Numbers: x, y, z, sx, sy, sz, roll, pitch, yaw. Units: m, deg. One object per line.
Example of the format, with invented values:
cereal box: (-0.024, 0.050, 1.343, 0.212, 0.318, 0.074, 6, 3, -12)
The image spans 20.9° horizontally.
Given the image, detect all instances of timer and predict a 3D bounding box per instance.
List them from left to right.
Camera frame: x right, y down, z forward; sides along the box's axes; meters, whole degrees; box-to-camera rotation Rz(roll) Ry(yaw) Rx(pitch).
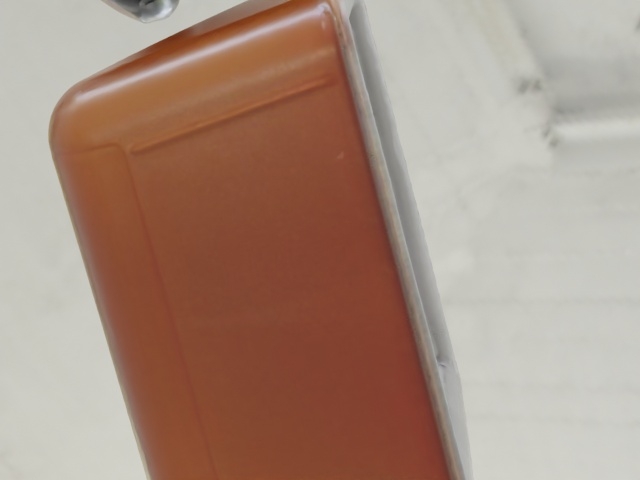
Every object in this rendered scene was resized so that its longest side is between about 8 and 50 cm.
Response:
timer: (0.000, 0.000, 0.880, 0.161, 0.250, 0.257, -11, -78, 20)

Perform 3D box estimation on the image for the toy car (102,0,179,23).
toy car: (-0.126, -0.294, 0.955, 0.240, 0.271, 0.341, 34, 0, 8)
